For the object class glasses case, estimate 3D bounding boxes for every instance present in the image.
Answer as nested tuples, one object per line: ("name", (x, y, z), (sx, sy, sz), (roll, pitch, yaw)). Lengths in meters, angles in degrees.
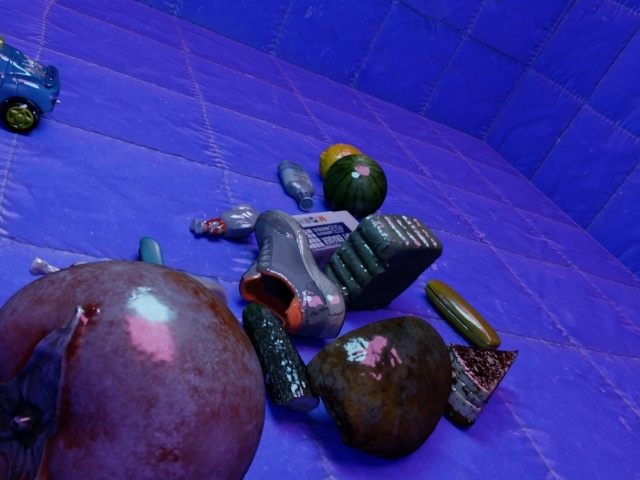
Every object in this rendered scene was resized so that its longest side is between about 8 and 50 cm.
("glasses case", (0.348, 0.183, 1.455), (0.079, 0.064, 0.234), (4, 35, -47))

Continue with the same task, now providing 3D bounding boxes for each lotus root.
("lotus root", (0.136, 0.236, 0.996), (0.210, 0.142, 0.314), (54, 26, 19))

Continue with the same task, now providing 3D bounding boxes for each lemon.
("lemon", (0.078, -0.231, 1.858), (0.187, 0.142, 0.142), (14, 29, -22))

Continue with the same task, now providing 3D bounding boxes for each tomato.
("tomato", (-0.214, 0.175, 0.626), (0.317, 0.316, 0.283), (41, 18, 25))

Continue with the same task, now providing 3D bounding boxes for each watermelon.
("watermelon", (0.099, -0.147, 1.694), (0.188, 0.214, 0.188), (1, 58, -2))

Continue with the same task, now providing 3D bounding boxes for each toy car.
("toy car", (-0.726, -0.363, 1.271), (0.314, 0.166, 0.198), (14, 26, -27))

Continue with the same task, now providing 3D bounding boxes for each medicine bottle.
("medicine bottle", (-0.064, -0.159, 1.681), (0.090, 0.053, 0.208), (15, 29, -27))

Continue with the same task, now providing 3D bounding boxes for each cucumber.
("cucumber", (-0.076, 0.192, 1.002), (0.074, 0.074, 0.241), (10, 31, -34))

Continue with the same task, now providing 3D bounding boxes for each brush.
("brush", (-0.299, 0.071, 1.058), (0.043, 0.032, 0.193), (13, 41, -39))

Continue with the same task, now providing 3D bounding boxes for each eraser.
("eraser", (0.000, 0.000, 1.418), (0.130, 0.086, 0.287), (44, 29, 26))

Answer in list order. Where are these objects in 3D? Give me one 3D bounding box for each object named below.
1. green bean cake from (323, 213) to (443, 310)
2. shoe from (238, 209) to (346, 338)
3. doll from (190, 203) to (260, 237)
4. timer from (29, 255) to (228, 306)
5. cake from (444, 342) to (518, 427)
("green bean cake", (0.128, 0.053, 1.294), (0.223, 0.227, 0.125), (-1, 44, -48))
("shoe", (-0.095, 0.068, 1.174), (0.171, 0.132, 0.336), (-3, 42, -34))
("doll", (-0.201, -0.039, 1.309), (0.180, 0.079, 0.094), (-10, 20, -34))
("timer", (-0.297, 0.092, 0.902), (0.266, 0.175, 0.175), (24, 23, 21))
("cake", (0.336, 0.296, 1.188), (0.246, 0.112, 0.135), (13, 32, -37))
